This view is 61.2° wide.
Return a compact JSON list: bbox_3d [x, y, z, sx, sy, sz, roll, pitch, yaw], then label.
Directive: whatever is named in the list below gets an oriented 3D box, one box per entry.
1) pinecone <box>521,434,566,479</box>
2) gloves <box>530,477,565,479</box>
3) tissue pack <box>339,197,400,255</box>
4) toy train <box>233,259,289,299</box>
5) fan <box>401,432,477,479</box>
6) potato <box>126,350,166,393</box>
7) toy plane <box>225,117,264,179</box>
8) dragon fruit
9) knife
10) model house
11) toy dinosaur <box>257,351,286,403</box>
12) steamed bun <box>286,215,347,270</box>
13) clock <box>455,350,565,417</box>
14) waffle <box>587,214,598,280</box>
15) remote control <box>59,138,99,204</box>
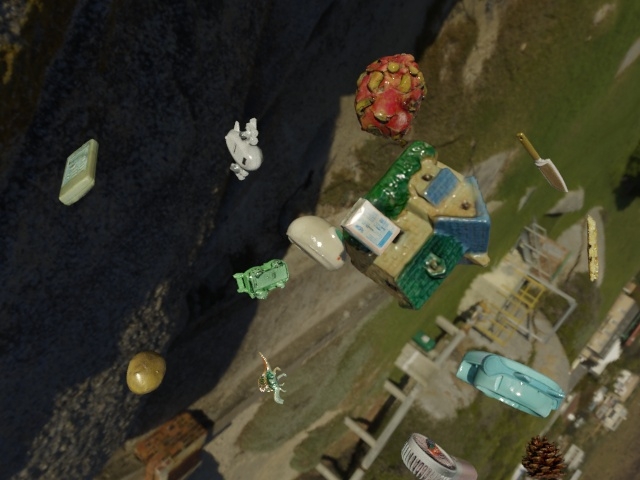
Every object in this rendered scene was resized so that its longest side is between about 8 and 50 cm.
[{"bbox_3d":[0.827,0.815,2.015,0.173,0.173,0.174,-43,156,-25],"label":"pinecone"},{"bbox_3d":[0.460,0.659,1.251,0.301,0.152,0.197,-34,-177,-37],"label":"gloves"},{"bbox_3d":[0.096,-0.026,1.038,0.074,0.094,0.059,-51,-167,-2],"label":"tissue pack"},{"bbox_3d":[-0.170,0.109,1.598,0.149,0.081,0.099,-27,122,-26],"label":"toy train"},{"bbox_3d":[0.296,0.540,1.311,0.244,0.130,0.074,30,96,-35],"label":"fan"},{"bbox_3d":[-0.648,0.486,2.019,0.137,0.176,0.137,-4,122,-7],"label":"potato"},{"bbox_3d":[-0.205,-0.250,1.469,0.080,0.174,0.174,-2,129,-33],"label":"toy plane"},{"bbox_3d":[0.237,-0.500,1.868,0.291,0.250,0.269,107,7,-58],"label":"dragon fruit"},{"bbox_3d":[0.655,-0.225,1.592,0.046,0.256,0.022,-15,-142,50],"label":"knife"},{"bbox_3d":[0.311,-0.012,1.591,0.382,0.342,0.335,-46,153,-12],"label":"model house"},{"bbox_3d":[-0.190,0.516,2.015,0.106,0.187,0.044,-49,-175,-17],"label":"toy dinosaur"},{"bbox_3d":[0.000,0.000,1.841,0.131,0.228,0.177,-51,161,-8],"label":"steamed bun"},{"bbox_3d":[0.485,0.365,1.365,0.094,0.223,0.274,-63,-179,-10],"label":"clock"},{"bbox_3d":[0.821,0.026,1.637,0.191,0.032,0.125,51,45,-49],"label":"waffle"},{"bbox_3d":[-0.610,-0.177,1.376,0.098,0.233,0.038,-35,127,7],"label":"remote control"}]
